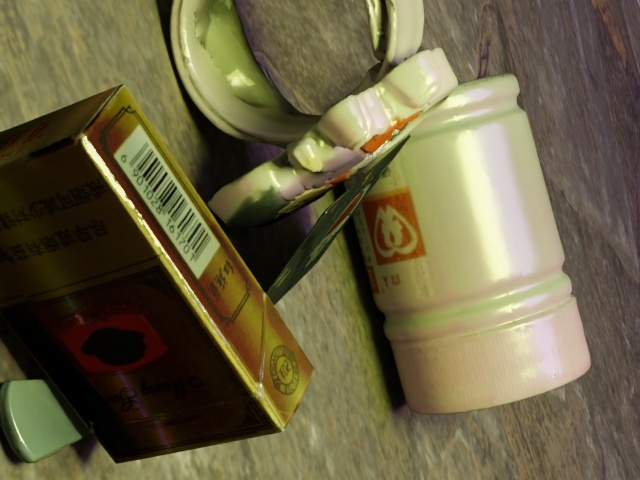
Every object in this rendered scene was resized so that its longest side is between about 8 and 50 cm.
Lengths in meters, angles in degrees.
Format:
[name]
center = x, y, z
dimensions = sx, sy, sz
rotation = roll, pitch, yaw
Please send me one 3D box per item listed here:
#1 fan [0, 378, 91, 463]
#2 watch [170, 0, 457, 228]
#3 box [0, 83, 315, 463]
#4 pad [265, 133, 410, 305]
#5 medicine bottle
[fan]
center = -0.143, 0.107, 1.080
dimensions = 0.282, 0.023, 0.057
rotation = -11, 79, -65
[watch]
center = -0.031, -0.155, 1.261
dimensions = 0.231, 0.244, 0.196
rotation = 54, 22, 0
[box]
center = -0.132, 0.030, 0.957
dimensions = 0.240, 0.159, 0.071
rotation = 58, 34, -24
[pad]
center = 0.000, 0.000, 1.301
dimensions = 0.006, 0.170, 0.245
rotation = 38, 26, 4
[medicine bottle]
center = 0.143, 0.003, 1.525
dimensions = 0.202, 0.202, 0.315
rotation = -19, 95, -65
